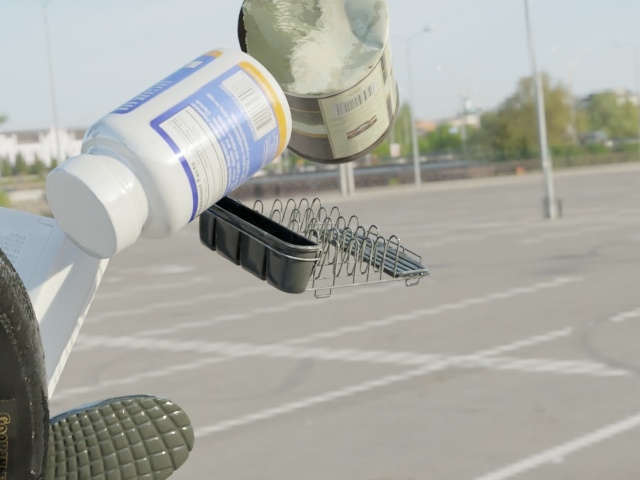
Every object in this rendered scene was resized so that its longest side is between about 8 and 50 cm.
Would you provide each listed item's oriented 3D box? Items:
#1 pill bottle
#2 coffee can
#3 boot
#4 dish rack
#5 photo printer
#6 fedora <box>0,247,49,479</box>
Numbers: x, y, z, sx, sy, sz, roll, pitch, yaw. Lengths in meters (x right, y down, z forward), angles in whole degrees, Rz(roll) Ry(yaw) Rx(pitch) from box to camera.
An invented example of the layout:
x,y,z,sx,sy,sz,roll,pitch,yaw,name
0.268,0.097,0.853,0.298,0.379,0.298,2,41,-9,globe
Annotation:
x,y,z,sx,sy,sz,roll,pitch,yaw,name
-0.171,-0.095,1.355,0.152,0.152,0.272,-1,31,48,pill bottle
0.005,-0.245,1.686,0.201,0.202,0.275,-5,-16,5,coffee can
-0.236,0.156,0.947,0.246,0.083,0.161,-18,21,-18,boot
0.000,0.000,1.485,0.271,0.074,0.208,-3,23,-41,dish rack
-0.433,0.110,1.569,0.256,0.308,0.107,11,-17,34,photo printer
-0.297,0.129,0.714,0.152,0.334,0.334,8,8,17,fedora
